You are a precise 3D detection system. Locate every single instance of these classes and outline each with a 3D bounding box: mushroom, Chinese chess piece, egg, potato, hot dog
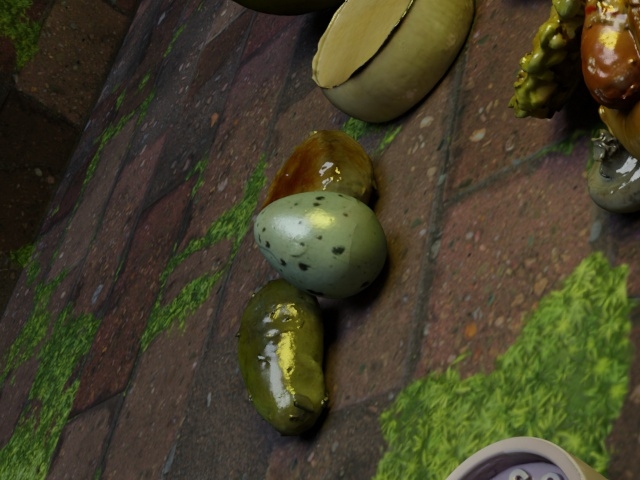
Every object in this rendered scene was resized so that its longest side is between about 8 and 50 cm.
[{"bbox_3d":[0.270,-0.069,0.931,0.085,0.079,0.085,-39,34,32],"label":"mushroom"},{"bbox_3d":[0.101,-0.290,1.468,0.257,0.104,0.257,-41,29,30],"label":"Chinese chess piece"},{"bbox_3d":[0.000,0.000,1.255,0.131,0.164,0.131,-57,-17,-27],"label":"egg"},{"bbox_3d":[-0.044,0.138,1.254,0.117,0.090,0.225,-38,38,25],"label":"potato"},{"bbox_3d":[0.304,-0.194,0.872,0.256,0.153,0.150,-56,4,-21],"label":"hot dog"}]

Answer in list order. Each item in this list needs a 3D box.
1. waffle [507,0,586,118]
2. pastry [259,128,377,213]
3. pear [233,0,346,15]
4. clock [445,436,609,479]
[{"bbox_3d":[0.261,-0.247,1.037,0.243,0.059,0.238,-62,-15,-17],"label":"waffle"},{"bbox_3d":[-0.003,-0.055,1.396,0.182,0.093,0.192,-55,24,16],"label":"pastry"},{"bbox_3d":[-0.034,-0.548,1.753,0.413,0.352,0.352,-25,40,53],"label":"pear"},{"bbox_3d":[0.151,0.253,0.791,0.197,0.068,0.197,-42,30,31],"label":"clock"}]
